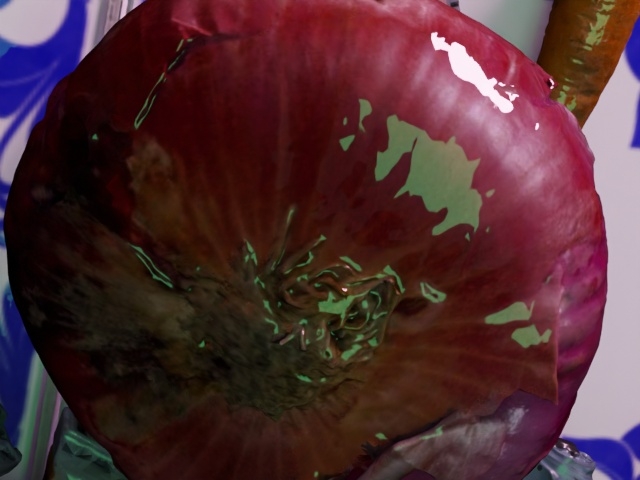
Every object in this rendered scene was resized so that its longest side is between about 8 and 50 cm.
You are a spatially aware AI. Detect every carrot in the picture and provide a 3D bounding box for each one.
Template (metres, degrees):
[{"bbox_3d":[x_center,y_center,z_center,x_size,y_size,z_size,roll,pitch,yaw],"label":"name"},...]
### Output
[{"bbox_3d":[0.157,-0.107,1.121,0.061,0.061,0.209,16,105,-16],"label":"carrot"}]

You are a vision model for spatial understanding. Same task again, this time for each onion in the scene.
[{"bbox_3d":[0.000,0.000,1.014,0.348,0.285,0.347,6,117,13],"label":"onion"}]

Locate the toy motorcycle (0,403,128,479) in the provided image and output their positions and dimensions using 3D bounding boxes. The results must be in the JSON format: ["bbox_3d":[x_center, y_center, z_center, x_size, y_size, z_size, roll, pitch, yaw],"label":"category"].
[{"bbox_3d":[-0.181,0.163,1.076,0.401,0.134,0.207,14,110,-16],"label":"toy motorcycle"}]

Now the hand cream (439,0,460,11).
[{"bbox_3d":[-0.011,-0.128,1.085,0.210,0.043,0.067,-12,109,-15],"label":"hand cream"}]

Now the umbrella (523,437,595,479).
[{"bbox_3d":[0.120,0.250,1.209,0.053,0.052,0.250,18,100,-25],"label":"umbrella"}]
